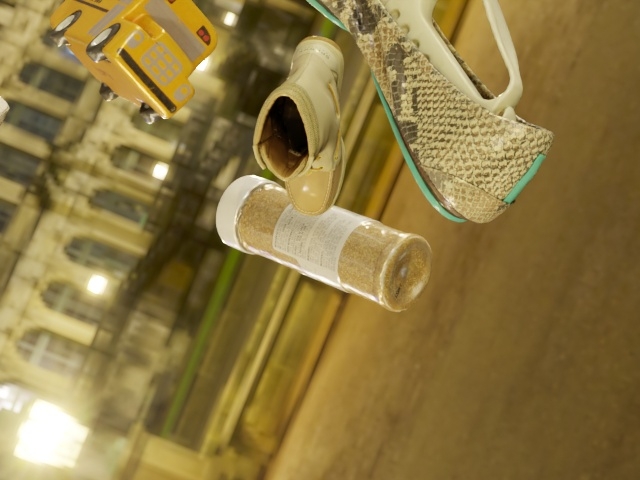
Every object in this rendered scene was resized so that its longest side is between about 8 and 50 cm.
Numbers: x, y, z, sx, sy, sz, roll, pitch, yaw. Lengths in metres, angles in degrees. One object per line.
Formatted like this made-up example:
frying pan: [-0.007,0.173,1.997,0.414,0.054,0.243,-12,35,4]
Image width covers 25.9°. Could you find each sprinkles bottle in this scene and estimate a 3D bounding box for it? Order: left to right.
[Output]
sprinkles bottle: [0.000,0.000,2.120,0.121,0.355,0.121,-23,-58,-42]

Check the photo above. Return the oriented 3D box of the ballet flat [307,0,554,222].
ballet flat: [0.096,-0.241,1.491,0.182,0.483,0.164,-45,-28,25]

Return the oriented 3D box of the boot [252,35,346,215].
boot: [-0.027,-0.116,1.857,0.203,0.095,0.262,-65,-17,-58]

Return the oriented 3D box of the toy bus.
toy bus: [-0.219,-0.234,1.618,0.130,0.108,0.332,-44,26,-8]

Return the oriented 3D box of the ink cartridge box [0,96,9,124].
ink cartridge box: [-0.665,-0.224,2.523,0.086,0.148,0.203,-47,2,-35]
